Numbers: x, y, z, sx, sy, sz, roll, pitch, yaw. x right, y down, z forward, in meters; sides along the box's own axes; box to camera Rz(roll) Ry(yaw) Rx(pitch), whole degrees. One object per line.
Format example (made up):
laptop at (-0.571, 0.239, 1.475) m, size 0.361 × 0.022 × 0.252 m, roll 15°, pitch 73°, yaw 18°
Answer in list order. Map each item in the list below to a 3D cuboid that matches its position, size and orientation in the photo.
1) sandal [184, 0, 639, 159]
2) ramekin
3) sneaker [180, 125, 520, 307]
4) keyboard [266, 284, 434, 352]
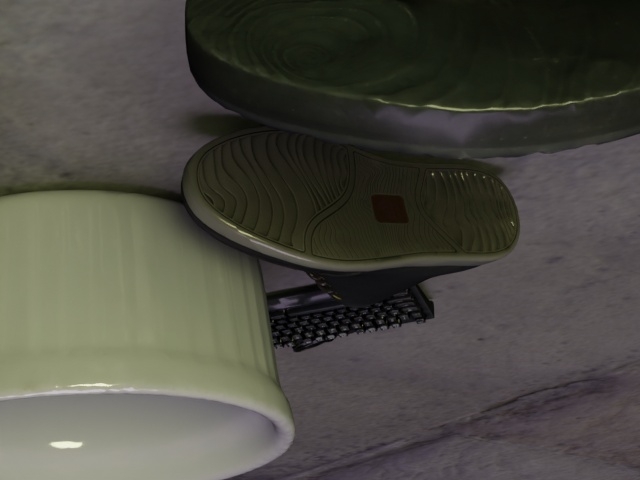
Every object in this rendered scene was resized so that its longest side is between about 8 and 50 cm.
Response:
sandal at (0.166, -0.139, 0.485) m, size 0.446 × 0.167 × 0.107 m, roll -12°, pitch 133°, yaw -3°
ramekin at (-0.158, 0.074, 0.906) m, size 0.277 × 0.135 × 0.277 m, roll -4°, pitch 158°, yaw -2°
sneaker at (0.000, 0.000, 0.829) m, size 0.222 × 0.083 × 0.118 m, roll 9°, pitch 154°, yaw -33°
keyboard at (-0.005, 0.063, 1.063) m, size 0.180 × 0.023 × 0.108 m, roll -10°, pitch 157°, yaw 14°
